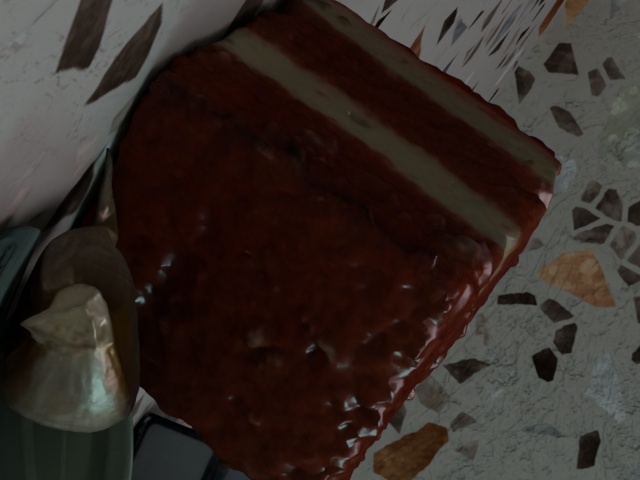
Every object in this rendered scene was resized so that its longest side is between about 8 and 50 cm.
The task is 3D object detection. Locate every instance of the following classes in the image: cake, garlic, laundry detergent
[{"bbox_3d":[0.000,0.000,1.184,0.270,0.269,0.319,-59,170,31],"label":"cake"},{"bbox_3d":[-0.151,0.040,0.985,0.198,0.091,0.128,-84,-175,-61],"label":"garlic"},{"bbox_3d":[-0.223,0.189,1.114,0.280,0.105,0.214,126,-34,-49],"label":"laundry detergent"}]

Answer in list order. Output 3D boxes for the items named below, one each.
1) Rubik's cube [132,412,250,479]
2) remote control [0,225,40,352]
[{"bbox_3d":[-0.138,0.477,1.950,0.363,0.359,0.362,103,6,-64],"label":"Rubik's cube"},{"bbox_3d":[-0.253,0.120,0.990,0.293,0.051,0.103,-59,-171,29],"label":"remote control"}]
